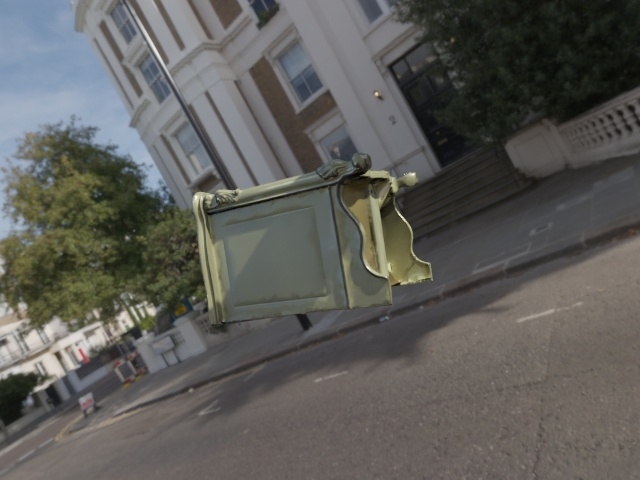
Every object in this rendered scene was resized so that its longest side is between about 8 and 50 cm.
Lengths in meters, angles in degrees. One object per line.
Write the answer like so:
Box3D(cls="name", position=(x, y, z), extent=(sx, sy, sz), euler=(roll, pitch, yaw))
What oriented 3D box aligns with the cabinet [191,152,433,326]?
Box3D(cls="cabinet", position=(0.000, 0.000, 0.800), extent=(0.318, 0.228, 0.290), euler=(-11, -4, 27))
